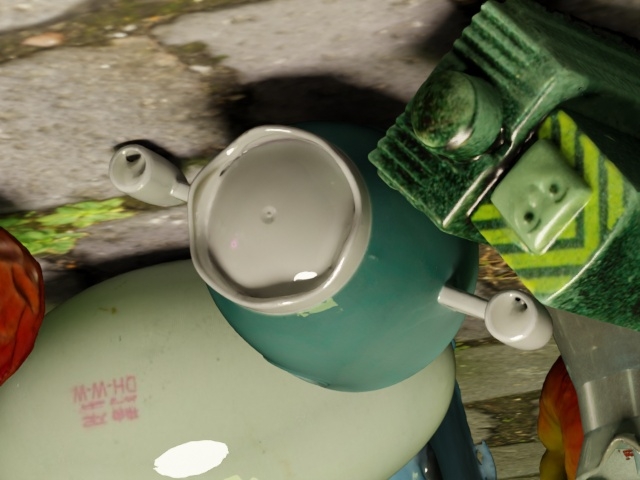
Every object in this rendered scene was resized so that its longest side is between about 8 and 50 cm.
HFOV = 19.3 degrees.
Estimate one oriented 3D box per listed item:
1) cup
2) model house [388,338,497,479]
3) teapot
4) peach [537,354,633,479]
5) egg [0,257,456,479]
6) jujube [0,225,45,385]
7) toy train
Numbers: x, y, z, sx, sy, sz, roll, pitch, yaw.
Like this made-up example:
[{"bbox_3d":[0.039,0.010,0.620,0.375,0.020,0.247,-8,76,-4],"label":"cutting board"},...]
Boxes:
[{"bbox_3d":[0.000,0.000,1.150,0.299,0.168,0.173,21,176,23],"label":"cup"},{"bbox_3d":[-0.005,0.216,1.653,0.303,0.216,0.237,-8,-155,13],"label":"model house"},{"bbox_3d":[0.237,0.062,1.353,0.171,0.225,0.203,-13,162,23],"label":"teapot"},{"bbox_3d":[0.379,0.173,1.659,0.372,0.290,0.373,-8,164,-2],"label":"peach"},{"bbox_3d":[-0.079,0.124,1.436,0.370,0.230,0.230,-14,163,1],"label":"egg"},{"bbox_3d":[-0.293,0.065,1.209,0.174,0.174,0.250,-23,180,43],"label":"jujube"},{"bbox_3d":[0.188,-0.021,1.103,0.330,0.178,0.138,15,120,-48],"label":"toy train"}]
